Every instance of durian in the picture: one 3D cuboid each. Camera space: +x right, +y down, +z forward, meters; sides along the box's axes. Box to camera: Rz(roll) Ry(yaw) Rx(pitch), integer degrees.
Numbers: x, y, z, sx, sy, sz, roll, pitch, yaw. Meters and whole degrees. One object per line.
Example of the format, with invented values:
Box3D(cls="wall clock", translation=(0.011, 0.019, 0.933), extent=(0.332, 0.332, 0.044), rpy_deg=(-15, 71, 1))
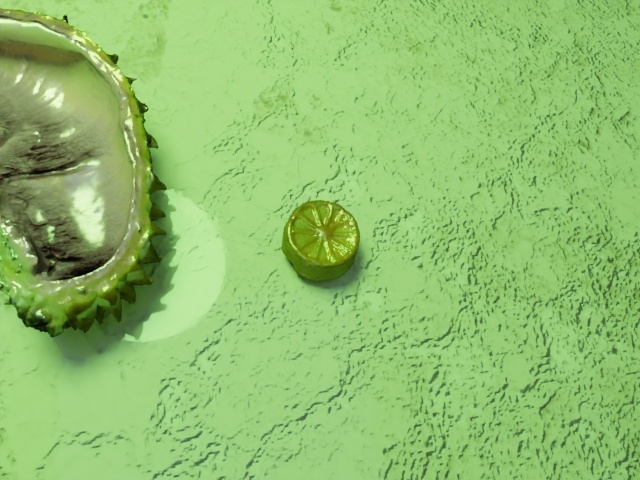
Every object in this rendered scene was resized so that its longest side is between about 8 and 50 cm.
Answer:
Box3D(cls="durian", translation=(-0.254, -0.076, 0.484), extent=(0.191, 0.112, 0.341), rpy_deg=(-29, 82, -28))

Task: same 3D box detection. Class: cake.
Box3D(cls="cake", translation=(0.000, 0.000, 0.518), extent=(0.084, 0.044, 0.084), rpy_deg=(4, 67, -9))
